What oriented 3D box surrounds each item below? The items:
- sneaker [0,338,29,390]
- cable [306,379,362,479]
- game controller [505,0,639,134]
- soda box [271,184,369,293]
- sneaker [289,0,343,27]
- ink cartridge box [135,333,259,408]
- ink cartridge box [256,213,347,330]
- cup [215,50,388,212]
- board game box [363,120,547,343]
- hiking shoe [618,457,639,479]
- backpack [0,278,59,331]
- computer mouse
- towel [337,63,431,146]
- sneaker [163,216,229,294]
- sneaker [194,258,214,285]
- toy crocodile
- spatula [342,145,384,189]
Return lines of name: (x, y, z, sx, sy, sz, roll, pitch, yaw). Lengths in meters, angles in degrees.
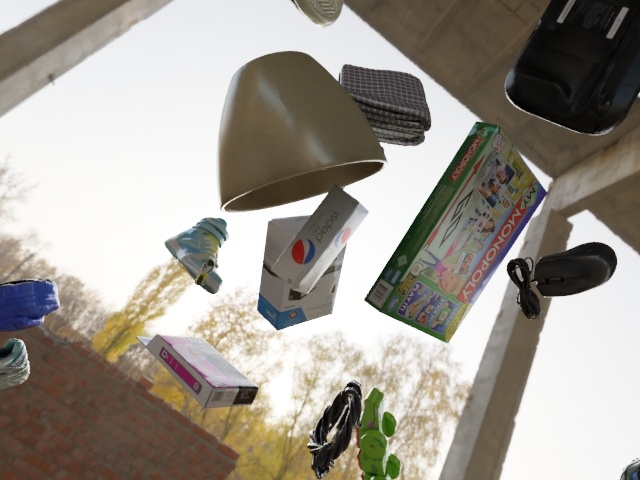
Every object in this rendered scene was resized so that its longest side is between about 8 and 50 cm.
sneaker: (-0.854, 0.313, 1.002, 0.109, 0.283, 0.122, 18, -75, 24)
cable: (0.026, 0.309, 0.732, 0.047, 0.151, 0.184, 27, 3, 3)
game controller: (0.404, -0.304, 0.603, 0.166, 0.319, 0.067, 29, -8, 26)
soda box: (0.000, 0.000, 0.851, 0.073, 0.216, 0.069, 39, 3, 27)
sneaker: (-0.100, -0.528, 0.742, 0.148, 0.131, 0.350, 6, -34, 53)
ink cartridge box: (-0.357, 0.347, 1.202, 0.370, 0.069, 0.175, 23, -2, 37)
ink cartridge box: (-0.054, 0.089, 1.273, 0.129, 0.223, 0.308, 35, -57, 44)
cup: (-0.059, -0.211, 0.811, 0.331, 0.330, 0.237, -16, -92, 55)
board game box: (0.229, 0.003, 0.685, 0.213, 0.318, 0.046, 29, 4, -39)
hiking shoe: (0.829, 0.598, 1.026, 0.113, 0.132, 0.305, 3, -71, 5)
backpack: (-0.612, 0.132, 0.875, 0.098, 0.120, 0.101, 123, -48, -85)
computer mouse: (0.647, 0.097, 1.099, 0.271, 0.072, 0.189, -23, -77, 9)
towel: (0.174, -0.407, 1.233, 0.283, 0.235, 0.121, 9, -39, -9)
sneaker: (-0.354, 0.026, 1.351, 0.319, 0.208, 0.127, 35, -24, 39)
sneaker: (-0.322, 0.088, 1.156, 0.031, 0.083, 0.035, 41, -35, -25)
toy crocodile: (0.136, 0.538, 1.064, 0.105, 0.115, 0.341, -1, -76, 25)
spatula: (0.098, -0.198, 1.094, 0.030, 0.296, 0.084, -3, -68, 41)
